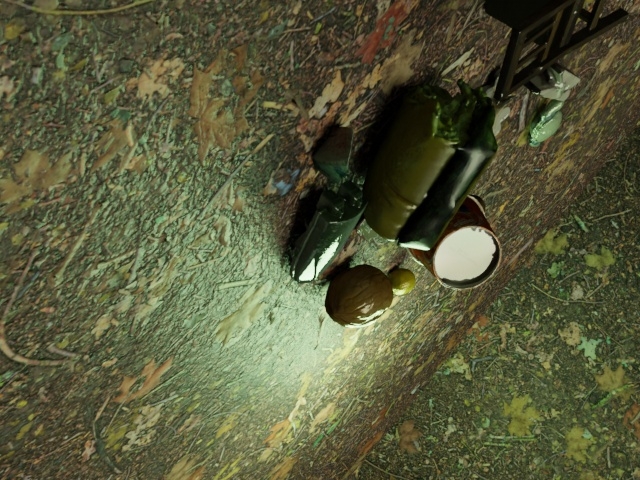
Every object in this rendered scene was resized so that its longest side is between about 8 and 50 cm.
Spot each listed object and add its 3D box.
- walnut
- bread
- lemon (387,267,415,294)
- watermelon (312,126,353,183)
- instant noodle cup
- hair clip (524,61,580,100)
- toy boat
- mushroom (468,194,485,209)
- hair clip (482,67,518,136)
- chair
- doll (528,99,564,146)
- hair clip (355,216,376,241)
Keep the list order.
[{"bbox_3d":[0.101,0.150,2.086,0.207,0.167,0.167,-28,150,-42],"label":"walnut"},{"bbox_3d":[0.224,-0.164,1.734,0.208,0.251,0.376,16,125,-16],"label":"bread"},{"bbox_3d":[0.247,0.127,2.403,0.110,0.082,0.082,-20,144,-48],"label":"lemon"},{"bbox_3d":[0.032,-0.168,1.595,0.094,0.081,0.180,-55,178,-27],"label":"watermelon"},{"bbox_3d":[0.377,0.008,2.160,0.250,0.192,0.250,-5,115,-10],"label":"instant noodle cup"},{"bbox_3d":[0.666,-0.460,2.224,0.101,0.085,0.331,-56,162,22],"label":"hair clip"},{"bbox_3d":[0.000,0.000,1.773,0.141,0.092,0.319,-29,157,-39],"label":"toy boat"},{"bbox_3d":[0.405,-0.049,2.365,0.231,0.138,0.194,-48,146,-30],"label":"mushroom"},{"bbox_3d":[0.464,-0.350,2.067,0.146,0.075,0.257,-37,161,-20],"label":"hair clip"},{"bbox_3d":[0.433,-0.496,1.588,0.416,0.240,0.203,-33,152,-24],"label":"chair"},{"bbox_3d":[0.709,-0.366,2.457,0.103,0.071,0.214,-36,160,-29],"label":"doll"},{"bbox_3d":[0.119,-0.035,2.003,0.054,0.022,0.137,-49,157,-2],"label":"hair clip"}]
